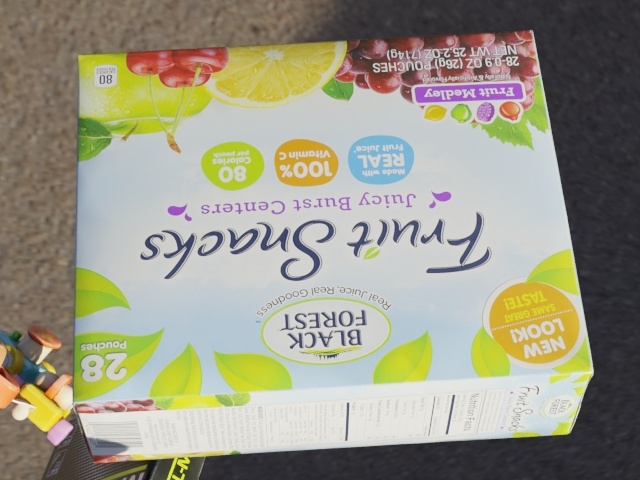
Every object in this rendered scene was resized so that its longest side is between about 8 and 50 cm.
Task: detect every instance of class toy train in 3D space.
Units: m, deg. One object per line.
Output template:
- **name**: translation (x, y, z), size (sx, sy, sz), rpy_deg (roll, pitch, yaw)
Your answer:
- **toy train**: translation (-0.223, 0.082, 1.032), size (0.046, 0.166, 0.125), rpy_deg (-47, 114, 0)

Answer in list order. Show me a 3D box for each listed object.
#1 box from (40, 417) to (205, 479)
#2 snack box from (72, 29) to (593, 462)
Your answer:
- **box**: translation (-0.164, 0.203, 1.086), size (0.190, 0.045, 0.184), rpy_deg (-26, 34, 46)
- **snack box**: translation (0.000, 0.000, 0.626), size (0.207, 0.070, 0.175), rpy_deg (-3, 60, -1)
